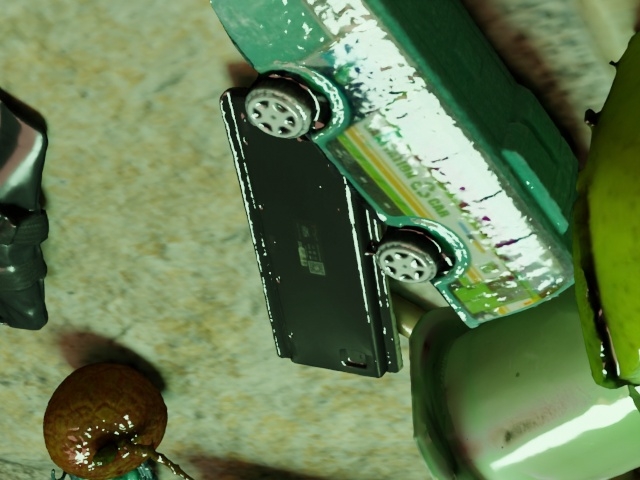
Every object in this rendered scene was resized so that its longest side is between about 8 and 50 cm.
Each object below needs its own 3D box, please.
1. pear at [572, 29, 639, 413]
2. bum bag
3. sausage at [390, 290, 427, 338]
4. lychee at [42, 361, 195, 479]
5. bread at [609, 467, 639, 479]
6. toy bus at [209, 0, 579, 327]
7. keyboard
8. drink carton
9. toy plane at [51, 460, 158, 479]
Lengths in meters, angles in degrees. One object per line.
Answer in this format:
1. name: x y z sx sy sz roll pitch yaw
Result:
1. pear: 0.274 0.026 0.570 0.292 0.159 0.292 14 140 12
2. bum bag: -0.259 -0.020 0.924 0.123 0.060 0.248 21 144 8
3. sausage: 0.031 0.038 0.851 0.132 0.024 0.024 29 145 -5
4. lychee: -0.175 0.155 1.064 0.114 0.101 0.140 9 173 -35
5. bread: 0.181 0.255 0.959 0.173 0.121 0.311 10 145 20
6. toy bus: 0.048 -0.064 0.655 0.109 0.091 0.261 -17 129 36
7. keyboard: 0.000 0.000 0.793 0.094 0.025 0.230 7 133 19
8. drink carton: 0.151 0.082 0.736 0.144 0.146 0.142 25 138 -30
9. toy plane: -0.199 0.246 1.244 0.096 0.060 0.235 -2 135 14
